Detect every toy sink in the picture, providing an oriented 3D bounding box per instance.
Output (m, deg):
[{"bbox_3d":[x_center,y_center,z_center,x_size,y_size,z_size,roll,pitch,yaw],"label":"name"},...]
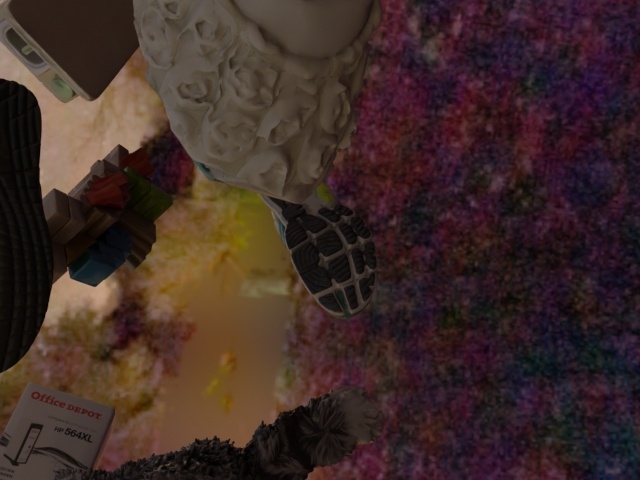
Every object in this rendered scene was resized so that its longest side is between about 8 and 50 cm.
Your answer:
[{"bbox_3d":[-0.337,-0.288,1.073,0.131,0.153,0.234,-17,38,38],"label":"toy sink"}]

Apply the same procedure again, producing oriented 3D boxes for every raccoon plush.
[{"bbox_3d":[-0.154,0.338,1.058,0.299,0.447,0.216,0,108,66],"label":"raccoon plush"}]

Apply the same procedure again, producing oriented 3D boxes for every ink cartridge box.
[{"bbox_3d":[-0.424,0.341,1.242,0.086,0.148,0.203,112,174,-56],"label":"ink cartridge box"}]

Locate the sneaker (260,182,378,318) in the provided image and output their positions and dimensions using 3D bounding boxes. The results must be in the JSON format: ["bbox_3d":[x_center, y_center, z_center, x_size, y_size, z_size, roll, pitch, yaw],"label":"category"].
[{"bbox_3d":[0.000,0.000,1.054,0.110,0.107,0.275,80,167,-46],"label":"sneaker"}]

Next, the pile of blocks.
[{"bbox_3d":[-0.269,-0.037,1.063,0.113,0.149,0.362,-39,13,20],"label":"pile of blocks"}]

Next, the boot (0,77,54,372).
[{"bbox_3d":[-0.277,-0.005,0.691,0.161,0.084,0.246,155,117,-66],"label":"boot"}]

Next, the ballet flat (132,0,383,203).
[{"bbox_3d":[-0.028,-0.224,0.420,0.147,0.147,0.408,-176,81,-81],"label":"ballet flat"}]
